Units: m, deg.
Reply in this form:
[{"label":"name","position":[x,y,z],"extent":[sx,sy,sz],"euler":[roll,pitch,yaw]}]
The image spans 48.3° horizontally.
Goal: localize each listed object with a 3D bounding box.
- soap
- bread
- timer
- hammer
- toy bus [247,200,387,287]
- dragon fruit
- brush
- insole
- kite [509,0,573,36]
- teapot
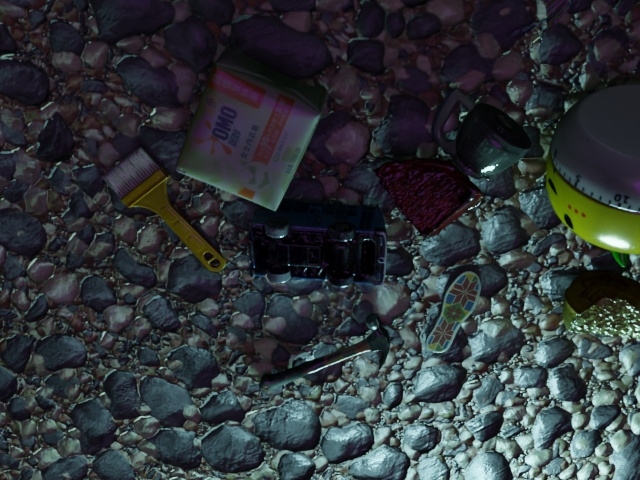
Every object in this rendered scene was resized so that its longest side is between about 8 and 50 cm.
[{"label":"soap","position":[-0.111,-0.178,1.144],"extent":[0.182,0.138,0.199],"euler":[23,117,-8]},{"label":"bread","position":[0.506,0.109,1.273],"extent":[0.156,0.125,0.086],"euler":[2,126,4]},{"label":"timer","position":[0.480,-0.075,1.114],"extent":[0.285,0.285,0.285],"euler":[1,117,2]},{"label":"hammer","position":[0.005,0.240,1.414],"extent":[0.287,0.033,0.111],"euler":[-23,113,14]},{"label":"toy bus","position":[0.000,0.000,1.233],"extent":[0.233,0.134,0.116],"euler":[4,118,6]},{"label":"dragon fruit","position":[0.183,-0.093,1.200],"extent":[0.120,0.127,0.161],"euler":[-42,87,17]},{"label":"brush","position":[-0.268,-0.042,1.293],"extent":[0.103,0.013,0.272],"euler":[-33,112,18]},{"label":"insole","position":[0.254,0.139,1.363],"extent":[0.065,0.006,0.193],"euler":[19,116,-7]},{"label":"kite","position":[0.344,-0.405,1.077],"extent":[0.160,0.010,0.183],"euler":[-16,119,7]},{"label":"teapot","position":[0.252,-0.160,1.154],"extent":[0.149,0.111,0.108],"euler":[27,124,-14]}]
